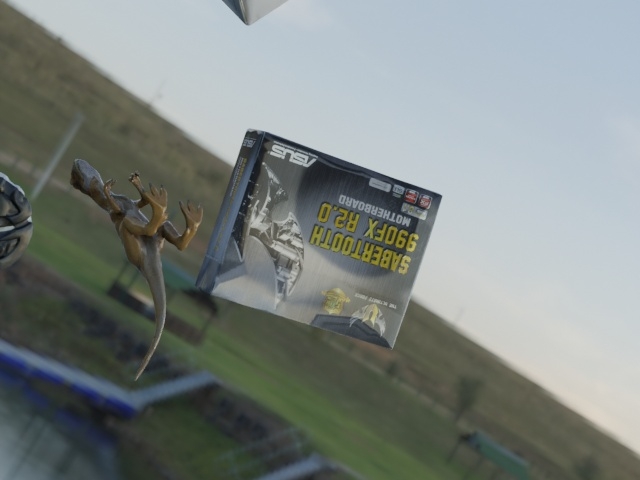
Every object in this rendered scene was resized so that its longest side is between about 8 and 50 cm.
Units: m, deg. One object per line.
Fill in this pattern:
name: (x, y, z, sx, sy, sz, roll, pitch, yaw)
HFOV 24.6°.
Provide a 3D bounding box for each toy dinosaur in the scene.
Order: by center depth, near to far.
toy dinosaur: (-0.160, 0.007, 1.352, 0.064, 0.112, 0.211, -3, 61, -50)

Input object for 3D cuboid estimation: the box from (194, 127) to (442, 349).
box: (0.000, 0.000, 1.587, 0.231, 0.183, 0.056, 19, -1, -25)

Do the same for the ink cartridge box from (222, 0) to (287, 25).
ink cartridge box: (-0.090, -0.409, 1.643, 0.283, 0.207, 0.117, 48, -15, 25)

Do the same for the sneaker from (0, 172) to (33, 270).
sneaker: (-0.352, -0.054, 1.105, 0.271, 0.100, 0.108, 30, -6, -23)
